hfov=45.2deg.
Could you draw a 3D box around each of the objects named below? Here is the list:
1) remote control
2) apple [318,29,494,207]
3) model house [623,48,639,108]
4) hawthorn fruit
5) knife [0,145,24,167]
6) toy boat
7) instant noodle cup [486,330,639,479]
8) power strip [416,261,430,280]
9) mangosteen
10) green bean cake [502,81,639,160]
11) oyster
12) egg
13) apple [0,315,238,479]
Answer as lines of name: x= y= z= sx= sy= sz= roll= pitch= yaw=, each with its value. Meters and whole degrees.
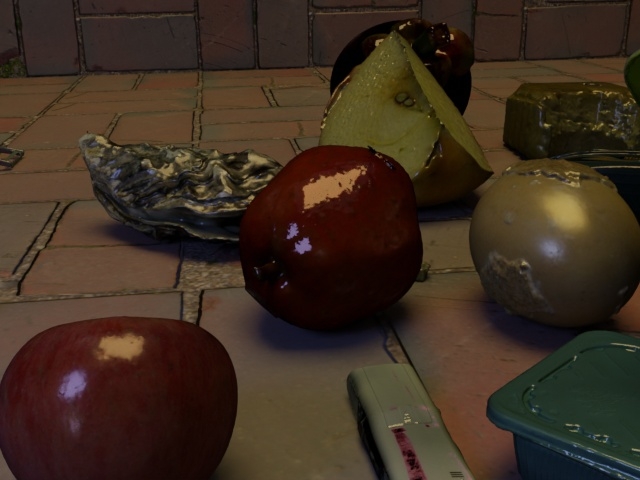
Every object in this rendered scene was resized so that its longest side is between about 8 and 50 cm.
remote control: x=0.063 y=0.142 z=0.574 sx=0.065 sy=0.029 sz=0.166 roll=-3 pitch=20 yaw=-9
apple: x=0.131 y=-0.174 z=1.197 sx=0.254 sy=0.179 sz=0.346 roll=0 pitch=42 yaw=-15
model house: x=0.358 y=0.030 z=0.515 sx=0.242 sy=0.358 sz=0.313 roll=-20 pitch=22 yaw=44
hawthorn fruit: x=0.000 y=0.000 z=0.762 sx=0.185 sy=0.185 sz=0.202 roll=14 pitch=28 yaw=36
knife: x=-0.711 y=-0.163 z=1.444 sx=0.277 sy=0.053 sz=0.123 roll=-2 pitch=14 yaw=-7
toy boat: x=0.407 y=-0.063 z=1.008 sx=0.296 sy=0.114 sz=0.122 roll=7 pitch=27 yaw=19
instant noodle cup: x=0.219 y=0.133 z=0.533 sx=0.157 sy=0.070 sz=0.179 roll=16 pitch=26 yaw=43
power strip: x=0.087 y=0.032 z=0.901 sx=0.083 sy=0.017 sz=0.027 roll=6 pitch=20 yaw=18
mangosteen: x=0.161 y=-0.300 z=1.427 sx=0.274 sy=0.275 sz=0.302 roll=-9 pitch=-19 yaw=-21
green bean cake: x=0.481 y=-0.224 z=1.448 sx=0.236 sy=0.124 sz=0.233 roll=-2 pitch=20 yaw=-4
oyster: x=-0.173 y=-0.066 z=1.025 sx=0.350 sy=0.158 sz=0.162 roll=18 pitch=-11 yaw=13
egg: x=0.232 y=0.002 z=0.764 sx=0.164 sy=0.164 sz=0.201 roll=-5 pitch=24 yaw=-10
apple: x=-0.131 y=0.114 z=0.504 sx=0.153 sy=0.120 sz=0.153 roll=-4 pitch=-11 yaw=-1
